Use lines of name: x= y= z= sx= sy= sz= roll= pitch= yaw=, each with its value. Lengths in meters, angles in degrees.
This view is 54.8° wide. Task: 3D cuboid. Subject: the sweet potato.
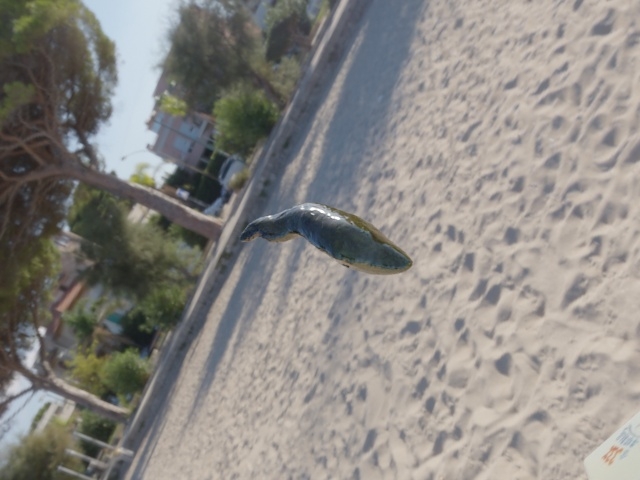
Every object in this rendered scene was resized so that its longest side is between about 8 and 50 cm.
sweet potato: x=0.003 y=-0.005 z=0.450 sx=0.153 sy=0.038 sz=0.041 roll=13 pitch=57 yaw=37

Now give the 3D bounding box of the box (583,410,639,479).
box: x=0.234 y=0.073 z=0.255 sx=0.265 sy=0.048 sz=0.273 roll=-48 pitch=-10 yaw=14
